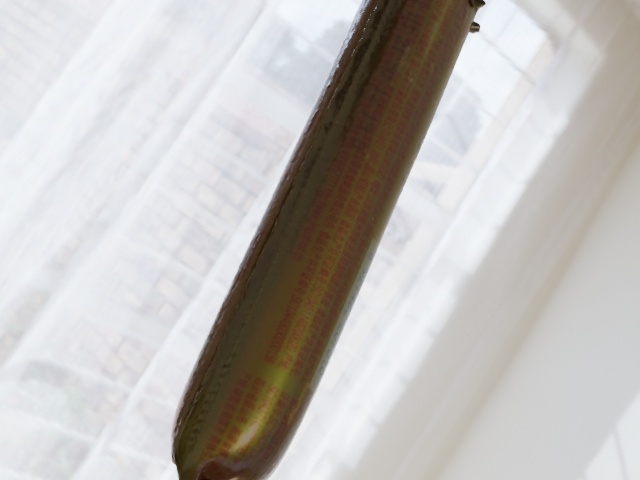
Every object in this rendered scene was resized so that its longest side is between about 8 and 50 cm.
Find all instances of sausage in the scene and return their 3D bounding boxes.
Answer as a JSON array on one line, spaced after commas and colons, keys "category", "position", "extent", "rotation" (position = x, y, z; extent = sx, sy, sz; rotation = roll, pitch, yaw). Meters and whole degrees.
[{"category": "sausage", "position": [0.000, 0.000, 0.643], "extent": [0.082, 0.372, 0.082], "rotation": [21, -19, 8]}]
